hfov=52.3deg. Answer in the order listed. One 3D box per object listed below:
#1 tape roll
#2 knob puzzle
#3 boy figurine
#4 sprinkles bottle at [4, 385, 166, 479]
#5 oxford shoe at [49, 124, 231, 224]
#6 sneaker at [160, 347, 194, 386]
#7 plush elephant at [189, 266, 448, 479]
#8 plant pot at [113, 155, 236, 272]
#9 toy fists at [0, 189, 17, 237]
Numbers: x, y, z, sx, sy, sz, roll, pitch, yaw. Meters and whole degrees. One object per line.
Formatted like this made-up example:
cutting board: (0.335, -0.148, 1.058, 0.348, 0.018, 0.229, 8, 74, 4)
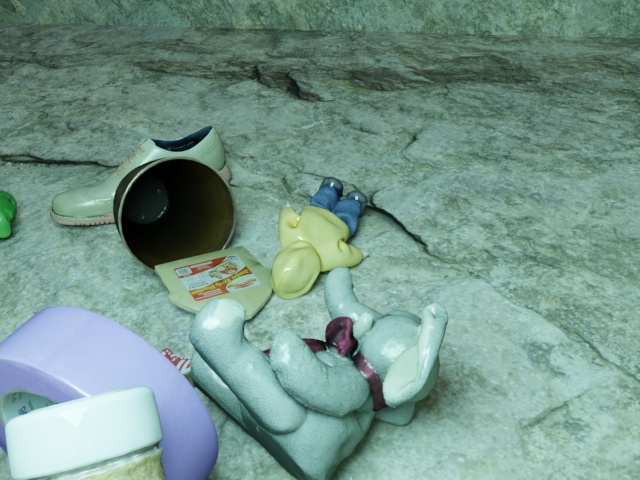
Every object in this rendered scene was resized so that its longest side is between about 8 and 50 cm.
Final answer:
tape roll: (-0.254, 0.208, 0.734, 0.275, 0.274, 0.090, 10, 36, 24)
knob puzzle: (-0.168, 0.085, 1.119, 0.213, 0.030, 0.213, 4, 31, -3)
boy figurine: (0.000, 0.000, 1.168, 0.177, 0.092, 0.285, 28, 43, 2)
sprinkles bottle: (-0.162, 0.304, 0.522, 0.121, 0.355, 0.121, -13, -10, -2)
oxford shoe: (-0.395, -0.149, 1.410, 0.397, 0.146, 0.140, -22, 37, -22)
sneaker: (-0.198, 0.186, 0.968, 0.119, 0.042, 0.067, -15, 38, -8)
plush elephant: (0.028, 0.152, 0.794, 0.330, 0.272, 0.255, 41, 66, 14)
plant pot: (-0.305, -0.064, 1.245, 0.215, 0.215, 0.230, -24, 23, -25)
toy fists: (-0.768, -0.022, 1.338, 0.279, 0.096, 0.142, -10, 24, -2)
